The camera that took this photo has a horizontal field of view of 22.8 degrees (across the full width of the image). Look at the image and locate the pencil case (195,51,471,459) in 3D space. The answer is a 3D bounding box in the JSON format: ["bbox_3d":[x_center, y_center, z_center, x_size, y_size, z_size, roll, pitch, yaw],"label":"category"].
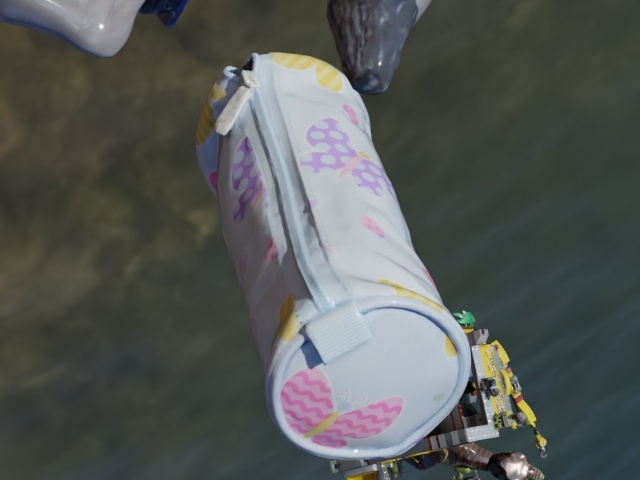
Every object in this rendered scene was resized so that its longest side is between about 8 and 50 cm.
[{"bbox_3d":[0.000,0.000,0.922,0.114,0.273,0.124,-14,130,-4],"label":"pencil case"}]

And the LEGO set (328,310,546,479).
[{"bbox_3d":[0.148,0.212,1.465,0.192,0.331,0.255,-20,159,39],"label":"LEGO set"}]

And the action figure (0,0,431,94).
[{"bbox_3d":[0.021,-0.150,0.582,0.330,0.178,0.341,-39,170,-48],"label":"action figure"}]
